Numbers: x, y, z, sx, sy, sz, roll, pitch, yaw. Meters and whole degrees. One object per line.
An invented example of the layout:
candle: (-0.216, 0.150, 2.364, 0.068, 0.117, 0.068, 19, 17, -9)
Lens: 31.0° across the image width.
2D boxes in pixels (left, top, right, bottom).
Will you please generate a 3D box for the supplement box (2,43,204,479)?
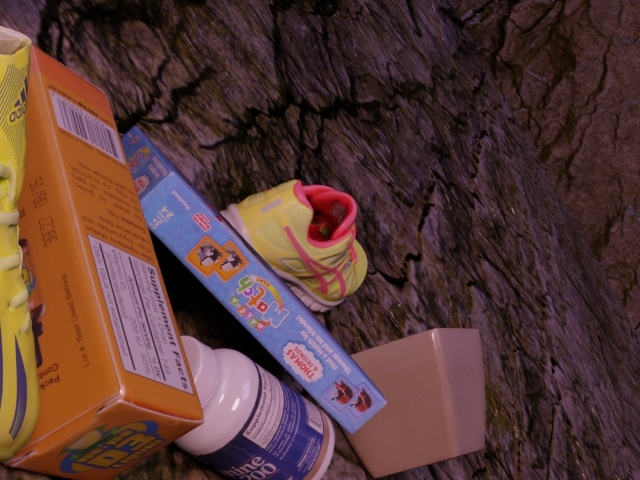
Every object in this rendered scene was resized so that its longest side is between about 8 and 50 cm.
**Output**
supplement box: (-0.140, 0.009, 0.626, 0.080, 0.078, 0.233, 35, 30, -53)

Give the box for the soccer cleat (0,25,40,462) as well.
soccer cleat: (-0.150, -0.020, 0.451, 0.093, 0.121, 0.289, 34, -32, 39)

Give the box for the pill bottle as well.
pill bottle: (-0.051, 0.107, 0.698, 0.120, 0.067, 0.067, 41, 25, -38)

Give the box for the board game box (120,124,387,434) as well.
board game box: (-0.055, 0.023, 0.779, 0.211, 0.039, 0.160, 47, -2, -23)

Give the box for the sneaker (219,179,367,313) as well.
sneaker: (0.000, 0.000, 0.945, 0.081, 0.094, 0.208, 62, 19, 19)

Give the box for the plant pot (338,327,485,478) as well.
plant pot: (0.074, 0.130, 0.914, 0.109, 0.109, 0.096, 10, 62, -64)
